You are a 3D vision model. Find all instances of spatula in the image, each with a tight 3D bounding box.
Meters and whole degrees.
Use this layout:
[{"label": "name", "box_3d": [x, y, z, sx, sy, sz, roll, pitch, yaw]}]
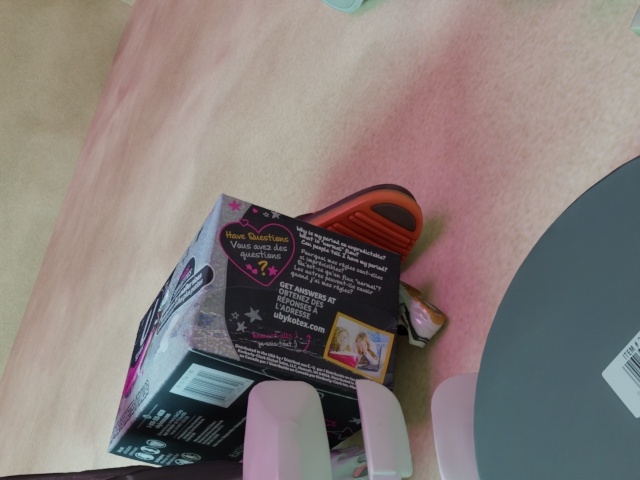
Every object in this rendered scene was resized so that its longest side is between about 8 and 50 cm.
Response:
[{"label": "spatula", "box_3d": [0.040, 0.184, 0.466, 0.019, 0.168, 0.242, 99, 169, -49]}]

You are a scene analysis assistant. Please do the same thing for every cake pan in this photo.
[{"label": "cake pan", "box_3d": [0.181, 0.068, 0.389, 0.293, 0.054, 0.293, -43, 33, 37]}]

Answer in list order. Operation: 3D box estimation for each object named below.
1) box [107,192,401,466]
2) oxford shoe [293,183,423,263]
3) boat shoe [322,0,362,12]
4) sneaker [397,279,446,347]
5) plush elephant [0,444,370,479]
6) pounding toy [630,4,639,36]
[{"label": "box", "box_3d": [-0.063, 0.096, 0.675, 0.247, 0.163, 0.142, 131, 153, -49]}, {"label": "oxford shoe", "box_3d": [0.000, 0.000, 0.760, 0.271, 0.097, 0.098, -34, 34, 48]}, {"label": "boat shoe", "box_3d": [0.055, -0.356, 0.905, 0.091, 0.114, 0.302, -60, 15, -9]}, {"label": "sneaker", "box_3d": [0.067, 0.057, 0.648, 0.037, 0.032, 0.083, -60, 25, 10]}, {"label": "plush elephant", "box_3d": [-0.099, 0.287, 0.537, 0.272, 0.330, 0.255, 154, 111, -71]}, {"label": "pounding toy", "box_3d": [0.228, -0.128, 0.389, 0.100, 0.130, 0.141, -65, 25, 0]}]
